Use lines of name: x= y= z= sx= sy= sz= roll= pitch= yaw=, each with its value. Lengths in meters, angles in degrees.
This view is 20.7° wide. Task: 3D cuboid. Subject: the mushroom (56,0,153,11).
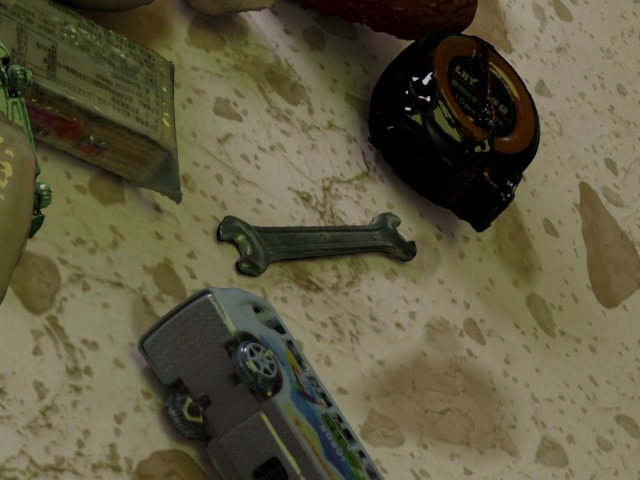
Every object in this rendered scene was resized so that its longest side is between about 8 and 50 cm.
mushroom: x=-0.205 y=-0.406 z=1.704 sx=0.362 sy=0.294 sz=0.362 roll=-12 pitch=90 yaw=-71

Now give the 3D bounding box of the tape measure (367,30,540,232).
tape measure: x=0.155 y=-0.137 z=2.049 sx=0.202 sy=0.135 sz=0.223 roll=39 pitch=43 yaw=-12

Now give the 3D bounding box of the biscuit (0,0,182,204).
biscuit: x=-0.251 y=-0.161 z=1.648 sx=0.309 sy=0.079 sz=0.186 roll=22 pitch=42 yaw=-33

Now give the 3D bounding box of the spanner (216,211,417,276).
spanner: x=0.000 y=0.000 z=1.842 sx=0.302 sy=0.017 sz=0.071 roll=-5 pitch=62 yaw=-50

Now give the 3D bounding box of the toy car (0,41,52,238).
toy car: x=-0.290 y=-0.087 z=1.515 sx=0.093 sy=0.058 sz=0.186 roll=-11 pitch=88 yaw=-30

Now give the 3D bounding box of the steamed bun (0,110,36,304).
steamed bun: x=-0.389 y=0.016 z=1.184 sx=0.339 sy=0.247 sz=0.352 roll=24 pitch=56 yaw=-8

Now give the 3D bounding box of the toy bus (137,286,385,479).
toy bus: x=-0.023 y=0.193 z=1.554 sx=0.330 sy=0.109 sz=0.136 roll=57 pitch=25 yaw=10

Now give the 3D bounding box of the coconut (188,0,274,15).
coconut: x=-0.104 y=-0.298 z=1.922 sx=0.124 sy=0.110 sz=0.110 roll=-2 pitch=59 yaw=-55

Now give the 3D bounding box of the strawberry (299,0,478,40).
strawberry: x=0.060 y=-0.367 z=2.058 sx=0.351 sy=0.267 sz=0.312 roll=51 pitch=0 yaw=-29
